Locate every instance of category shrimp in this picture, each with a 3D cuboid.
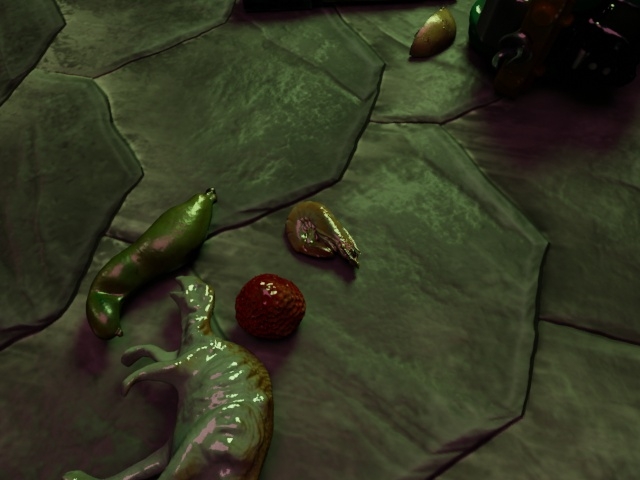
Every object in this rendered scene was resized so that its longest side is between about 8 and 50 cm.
[{"bbox_3d":[0.000,0.000,0.715,0.059,0.023,0.108,-35,61,-5],"label":"shrimp"}]

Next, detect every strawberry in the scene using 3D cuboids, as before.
[{"bbox_3d":[-0.050,0.062,0.646,0.074,0.083,0.073,2,60,-4],"label":"strawberry"}]

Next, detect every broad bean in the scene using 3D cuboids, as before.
[{"bbox_3d":[-0.181,0.015,0.705,0.070,0.048,0.213,25,64,20],"label":"broad bean"}]

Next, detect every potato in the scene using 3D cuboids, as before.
[{"bbox_3d":[0.161,-0.282,0.869,0.036,0.037,0.093,34,66,19],"label":"potato"}]

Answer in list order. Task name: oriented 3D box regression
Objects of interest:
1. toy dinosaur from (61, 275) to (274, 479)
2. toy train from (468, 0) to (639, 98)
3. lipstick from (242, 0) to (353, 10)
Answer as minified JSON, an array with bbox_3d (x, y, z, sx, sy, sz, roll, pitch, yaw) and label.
[{"bbox_3d":[-0.114,0.204,0.563,0.206,0.092,0.393,-27,57,-17],"label":"toy dinosaur"},{"bbox_3d":[0.352,-0.334,0.812,0.249,0.178,0.429,30,64,9],"label":"toy train"},{"bbox_3d":[0.042,-0.372,0.929,0.312,0.051,0.051,-1,56,4],"label":"lipstick"}]
